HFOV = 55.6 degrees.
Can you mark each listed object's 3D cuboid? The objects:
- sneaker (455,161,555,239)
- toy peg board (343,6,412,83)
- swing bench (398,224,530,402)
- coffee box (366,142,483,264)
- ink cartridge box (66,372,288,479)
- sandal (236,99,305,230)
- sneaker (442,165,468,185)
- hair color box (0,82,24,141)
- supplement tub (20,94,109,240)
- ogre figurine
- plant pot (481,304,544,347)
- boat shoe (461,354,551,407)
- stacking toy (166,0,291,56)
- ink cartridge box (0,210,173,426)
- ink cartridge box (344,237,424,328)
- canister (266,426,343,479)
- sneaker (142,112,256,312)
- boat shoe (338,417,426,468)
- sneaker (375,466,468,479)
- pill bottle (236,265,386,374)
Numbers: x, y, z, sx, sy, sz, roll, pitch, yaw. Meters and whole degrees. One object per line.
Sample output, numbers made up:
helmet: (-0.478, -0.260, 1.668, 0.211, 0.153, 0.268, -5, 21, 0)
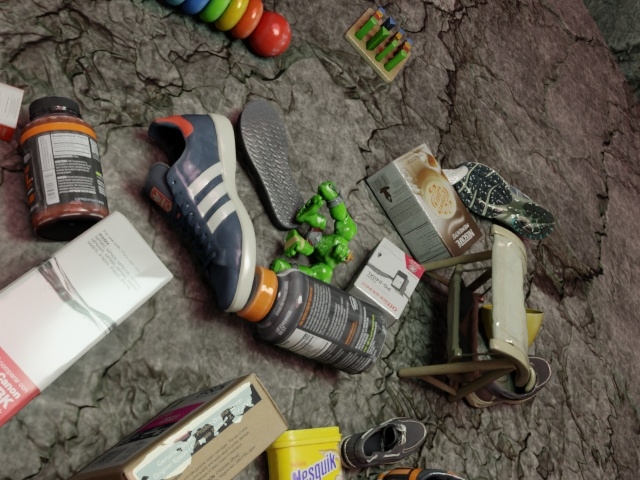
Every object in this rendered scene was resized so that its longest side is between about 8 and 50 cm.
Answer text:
sneaker: (0.453, -0.102, 1.543, 0.283, 0.110, 0.122, 35, 15, -3)
toy peg board: (0.166, -0.506, 1.513, 0.161, 0.079, 0.161, 44, 49, -13)
swing bench: (0.300, 0.149, 1.176, 0.165, 0.254, 0.254, 29, 54, -24)
coffee box: (0.230, -0.072, 1.336, 0.141, 0.098, 0.247, -33, 91, -43)
ink cartridge box: (-0.184, 0.267, 0.750, 0.193, 0.234, 0.088, -33, 91, -43)
sandal: (-0.102, -0.139, 1.148, 0.097, 0.054, 0.255, -14, 87, -34)
sneaker: (0.295, -0.149, 1.445, 0.152, 0.054, 0.061, -33, 81, -30)
hair color box: (-0.504, -0.199, 0.858, 0.141, 0.043, 0.072, 16, 59, -32)
supplement tub: (-0.372, -0.106, 0.876, 0.106, 0.106, 0.198, -2, 69, -39)
ogre figurine: (0.000, 0.000, 1.119, 0.118, 0.096, 0.197, 36, 58, -30)
plant pot: (0.422, 0.199, 1.349, 0.134, 0.134, 0.095, 4, 92, -37)
boat shoe: (0.424, 0.298, 1.310, 0.285, 0.092, 0.103, 2, 68, -38)
stacking toy: (-0.199, -0.469, 1.189, 0.330, 0.141, 0.141, 29, 53, -32)
ink cartridge box: (-0.338, 0.106, 0.734, 0.114, 0.197, 0.273, 50, 48, -9)
ink cartridge box: (0.123, 0.085, 1.187, 0.109, 0.063, 0.150, 38, 49, -2)
canister: (-0.020, 0.381, 0.935, 0.126, 0.073, 0.170, 7, 66, -35)
sneaker: (-0.205, -0.048, 0.976, 0.148, 0.131, 0.350, -1, 63, -31)
boat shoe: (0.124, 0.354, 1.065, 0.206, 0.065, 0.075, 0, 69, -38)
sneaker: (0.228, 0.512, 0.991, 0.321, 0.180, 0.124, 53, 48, -5)
pill bottle: (-0.019, 0.128, 1.020, 0.245, 0.130, 0.131, 27, 54, -26)
